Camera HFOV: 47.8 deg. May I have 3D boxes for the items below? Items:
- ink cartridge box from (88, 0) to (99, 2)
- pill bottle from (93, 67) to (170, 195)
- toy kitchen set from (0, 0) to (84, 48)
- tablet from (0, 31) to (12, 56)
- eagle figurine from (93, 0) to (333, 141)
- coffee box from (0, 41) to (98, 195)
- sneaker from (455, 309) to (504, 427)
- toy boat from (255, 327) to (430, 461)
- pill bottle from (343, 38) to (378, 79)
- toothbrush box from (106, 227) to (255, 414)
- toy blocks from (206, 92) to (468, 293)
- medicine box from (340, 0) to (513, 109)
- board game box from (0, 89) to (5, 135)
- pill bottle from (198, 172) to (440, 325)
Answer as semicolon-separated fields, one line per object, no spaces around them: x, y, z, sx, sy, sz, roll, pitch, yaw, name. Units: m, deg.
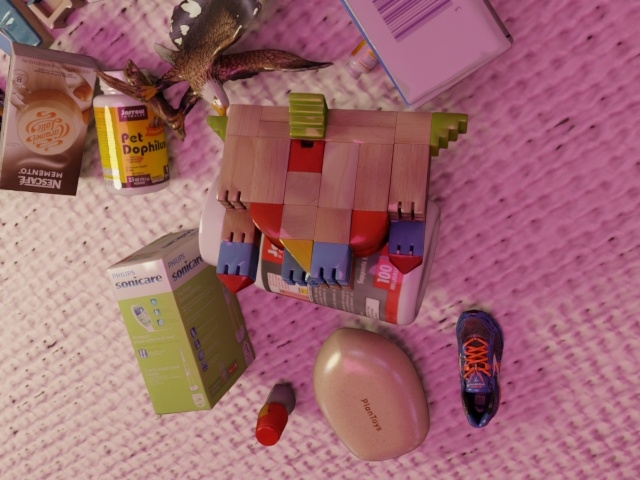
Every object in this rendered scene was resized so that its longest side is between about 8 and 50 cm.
-0.272;-0.539;1.107;0.396;0.151;0.270;-7;121;17;ink cartridge box
-0.337;-0.194;1.285;0.117;0.117;0.215;2;108;17;pill bottle
-0.514;-0.422;1.241;0.207;0.166;0.122;-38;94;24;toy kitchen set
-0.607;-0.382;1.354;0.083;0.006;0.054;38;150;4;tablet
-0.158;-0.286;1.146;0.298;0.226;0.225;-35;87;18;eagle figurine
-0.496;-0.215;1.305;0.141;0.098;0.246;4;115;-28;coffee box
0.276;0.224;1.245;0.083;0.087;0.221;-6;105;18;sneaker
0.030;0.286;1.325;0.318;0.148;0.267;-17;106;14;toy boat
0.076;-0.300;1.165;0.043;0.043;0.083;46;114;-1;pill bottle
-0.244;0.140;1.315;0.122;0.206;0.283;-9;105;20;toothbrush box
0.005;-0.047;1.019;0.381;0.191;0.260;4;77;10;toy blocks
0.135;-0.341;0.999;0.149;0.289;0.263;-32;96;21;medicine box
-0.652;-0.220;1.413;0.141;0.048;0.170;-39;93;26;board game box
0.000;0.000;1.192;0.363;0.210;0.210;13;110;13;pill bottle
